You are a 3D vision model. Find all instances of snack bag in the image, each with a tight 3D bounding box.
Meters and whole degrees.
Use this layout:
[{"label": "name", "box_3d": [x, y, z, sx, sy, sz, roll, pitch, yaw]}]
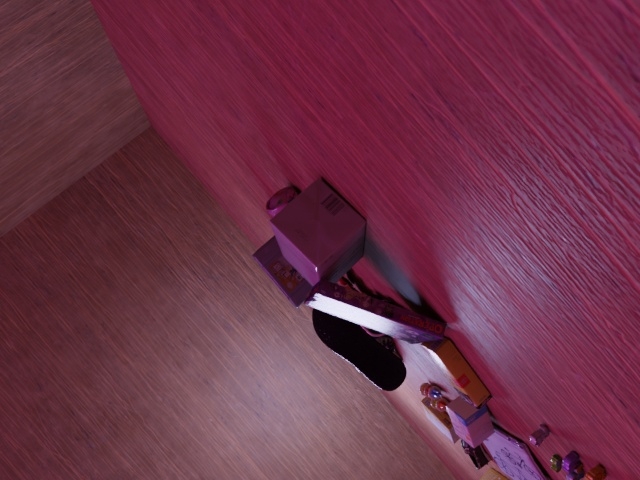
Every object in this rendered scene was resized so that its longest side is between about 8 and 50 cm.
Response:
[{"label": "snack bag", "box_3d": [0.637, 0.717, 1.711, 0.342, 0.037, 0.323, 55, 167, -15]}]

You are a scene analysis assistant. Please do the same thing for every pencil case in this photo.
[{"label": "pencil case", "box_3d": [-0.056, -0.037, 1.669, 0.284, 0.124, 0.124, 54, 168, -27]}]

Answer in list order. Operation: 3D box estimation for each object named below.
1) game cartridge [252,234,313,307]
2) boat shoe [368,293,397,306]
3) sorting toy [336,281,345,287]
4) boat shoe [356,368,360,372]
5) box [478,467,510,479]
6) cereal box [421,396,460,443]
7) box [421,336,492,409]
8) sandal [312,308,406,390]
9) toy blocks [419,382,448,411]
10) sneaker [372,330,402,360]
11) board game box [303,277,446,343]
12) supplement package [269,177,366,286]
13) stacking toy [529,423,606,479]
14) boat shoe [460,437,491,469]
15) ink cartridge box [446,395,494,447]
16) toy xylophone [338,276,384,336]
[{"label": "game cartridge", "box_3d": [-0.120, 0.110, 2.166, 0.297, 0.198, 0.062, 51, 169, -14]}, {"label": "boat shoe", "box_3d": [0.216, 0.221, 1.629, 0.233, 0.084, 0.079, -137, 49, -59]}, {"label": "sorting toy", "box_3d": [0.112, 0.251, 2.118, 0.307, 0.041, 0.229, 54, 168, -23]}, {"label": "boat shoe", "box_3d": [0.155, 0.382, 2.050, 0.098, 0.096, 0.277, 55, -166, -52]}, {"label": "box", "box_3d": [0.756, 1.114, 2.099, 0.168, 0.215, 0.345, 50, 168, -5]}, {"label": "cereal box", "box_3d": [0.544, 0.813, 2.344, 0.173, 0.047, 0.240, 41, 166, 37]}, {"label": "box", "box_3d": [0.383, 0.367, 1.457, 0.232, 0.058, 0.087, 53, 169, -17]}, {"label": "sandal", "box_3d": [0.132, 0.387, 1.943, 0.446, 0.167, 0.107, 45, 180, 23]}, {"label": "toy blocks", "box_3d": [0.456, 0.613, 2.007, 0.123, 0.054, 0.148, 50, 168, 1]}, {"label": "sneaker", "box_3d": [0.250, 0.467, 2.189, 0.147, 0.130, 0.330, 49, 163, 41]}, {"label": "board game box", "box_3d": [0.137, 0.198, 1.402, 0.347, 0.056, 0.208, 21, 158, -5]}, {"label": "supplement package", "box_3d": [0.000, 0.000, 1.404, 0.177, 0.175, 0.293, 44, 168, 15]}, {"label": "stacking toy", "box_3d": [0.607, 0.555, 1.246, 0.167, 0.052, 0.221, 34, 162, 54]}, {"label": "boat shoe", "box_3d": [0.622, 0.855, 2.127, 0.227, 0.069, 0.081, 53, 168, -21]}, {"label": "ink cartridge box", "box_3d": [0.474, 0.569, 1.630, 0.092, 0.090, 0.143, 27, 143, 62]}, {"label": "toy xylophone", "box_3d": [0.139, 0.227, 1.844, 0.323, 0.081, 0.236, 45, -177, 8]}]
